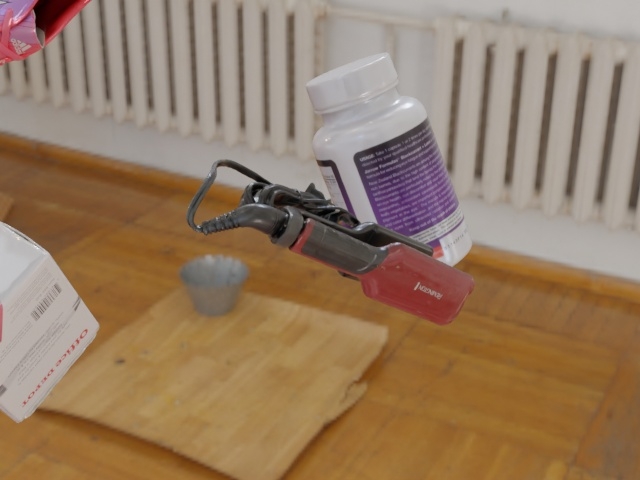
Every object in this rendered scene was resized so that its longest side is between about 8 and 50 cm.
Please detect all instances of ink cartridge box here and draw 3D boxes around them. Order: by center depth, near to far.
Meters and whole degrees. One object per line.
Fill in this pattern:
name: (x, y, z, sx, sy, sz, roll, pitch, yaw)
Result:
ink cartridge box: (-0.363, 0.099, 1.223, 0.092, 0.218, 0.158, 30, 69, 20)

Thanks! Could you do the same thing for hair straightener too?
hair straightener: (0.000, 0.000, 0.641, 0.230, 0.047, 0.089, 15, 19, -47)

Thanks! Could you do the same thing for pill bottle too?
pill bottle: (0.057, -0.064, 0.945, 0.108, 0.193, 0.108, -20, 15, 5)

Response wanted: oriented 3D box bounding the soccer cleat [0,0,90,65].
soccer cleat: (-0.312, -0.192, 0.923, 0.318, 0.108, 0.116, -36, 77, -4)
